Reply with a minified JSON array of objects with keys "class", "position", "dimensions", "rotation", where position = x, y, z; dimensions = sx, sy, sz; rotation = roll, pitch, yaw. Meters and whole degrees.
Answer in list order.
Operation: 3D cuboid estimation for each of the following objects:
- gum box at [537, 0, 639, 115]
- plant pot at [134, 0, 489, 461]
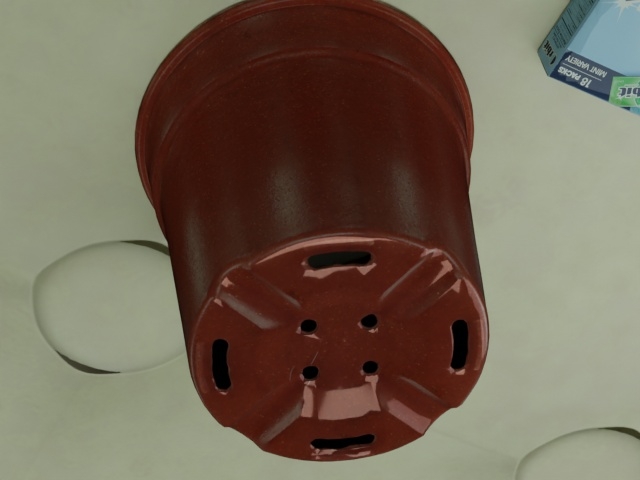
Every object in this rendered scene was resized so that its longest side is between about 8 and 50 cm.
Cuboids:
[{"class":"gum box","position":[0.280,-0.178,1.117],"dimensions":[0.157,0.041,0.184],"rotation":[20,122,-21]},{"class":"plant pot","position":[0.000,0.000,1.074],"dimensions":[0.272,0.265,0.272],"rotation":[-3,126,-4]}]
